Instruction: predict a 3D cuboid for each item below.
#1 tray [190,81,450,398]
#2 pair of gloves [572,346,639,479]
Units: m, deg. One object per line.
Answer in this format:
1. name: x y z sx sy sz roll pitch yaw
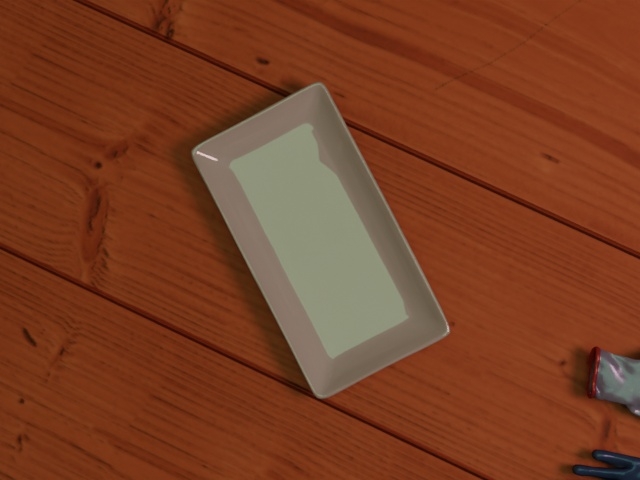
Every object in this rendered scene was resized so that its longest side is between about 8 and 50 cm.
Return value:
1. tray: 0.000 0.000 1.388 0.145 0.030 0.270 -27 85 2
2. pair of gloves: 0.313 0.190 1.355 0.159 0.023 0.198 9 92 4
